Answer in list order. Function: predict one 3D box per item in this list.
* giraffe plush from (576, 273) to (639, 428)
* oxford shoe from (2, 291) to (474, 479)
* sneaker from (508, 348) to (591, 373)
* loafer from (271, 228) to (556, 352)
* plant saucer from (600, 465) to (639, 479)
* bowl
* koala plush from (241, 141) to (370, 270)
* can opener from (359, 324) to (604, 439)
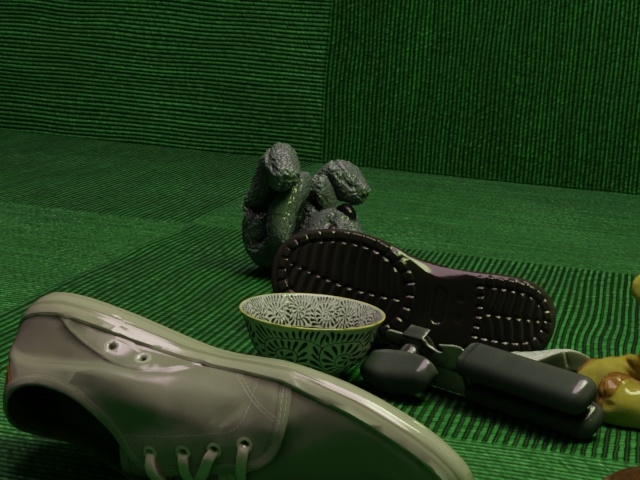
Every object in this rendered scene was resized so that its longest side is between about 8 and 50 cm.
[{"bbox_3d":[0.391,0.116,1.520,0.181,0.171,0.210,0,12,-25],"label":"giraffe plush"},{"bbox_3d":[-0.086,0.172,1.206,0.449,0.169,0.130,16,55,18],"label":"oxford shoe"},{"bbox_3d":[0.247,0.148,1.616,0.152,0.054,0.061,1,8,-14],"label":"sneaker"},{"bbox_3d":[0.113,0.086,1.769,0.365,0.134,0.130,16,-11,10],"label":"loafer"},{"bbox_3d":[0.323,0.238,1.218,0.198,0.036,0.198,4,10,-1],"label":"plant saucer"},{"bbox_3d":[-0.012,0.118,1.600,0.170,0.080,0.170,4,10,-1],"label":"bowl"},{"bbox_3d":[0.000,0.000,2.079,0.196,0.203,0.221,11,25,-43],"label":"koala plush"},{"bbox_3d":[0.167,0.165,1.514,0.283,0.076,0.095,15,47,43],"label":"can opener"}]
